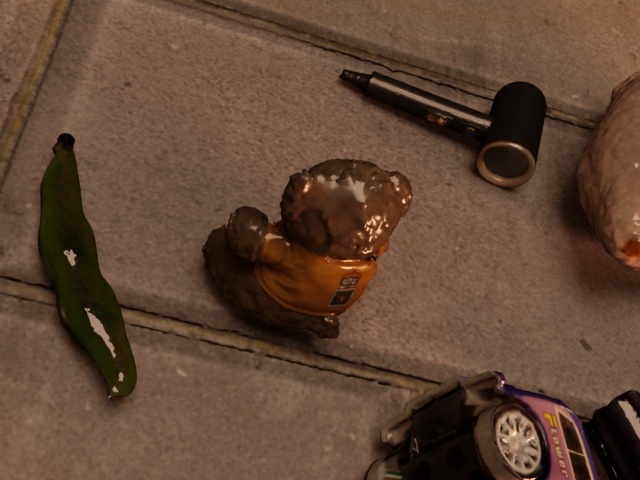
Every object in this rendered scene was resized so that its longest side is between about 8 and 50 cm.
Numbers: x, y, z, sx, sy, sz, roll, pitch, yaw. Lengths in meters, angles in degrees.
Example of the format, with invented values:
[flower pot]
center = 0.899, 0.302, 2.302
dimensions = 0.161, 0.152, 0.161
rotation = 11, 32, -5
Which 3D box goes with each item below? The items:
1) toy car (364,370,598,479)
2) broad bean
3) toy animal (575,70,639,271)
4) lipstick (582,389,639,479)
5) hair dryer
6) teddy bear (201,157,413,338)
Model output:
[toy car]
center = 0.152, 0.238, 0.783
dimensions = 0.158, 0.172, 0.235
rotation = 13, 55, -31
[broad bean]
center = -0.225, 0.017, 0.863
dimensions = 0.060, 0.043, 0.298
rotation = -1, 55, -34
[toy animal]
center = 0.421, -0.078, 1.094
dimensions = 0.226, 0.188, 0.358
rotation = 31, 51, 7
[lipstick]
center = 0.366, 0.334, 0.848
dimensions = 0.077, 0.077, 0.418
rotation = -12, 63, -28
[hair dryer]
center = 0.148, -0.167, 1.135
dimensions = 0.255, 0.070, 0.128
rotation = 24, 50, 2
[teddy bear]
center = 0.000, 0.000, 0.871
dimensions = 0.177, 0.190, 0.140
rotation = -3, 51, -30
